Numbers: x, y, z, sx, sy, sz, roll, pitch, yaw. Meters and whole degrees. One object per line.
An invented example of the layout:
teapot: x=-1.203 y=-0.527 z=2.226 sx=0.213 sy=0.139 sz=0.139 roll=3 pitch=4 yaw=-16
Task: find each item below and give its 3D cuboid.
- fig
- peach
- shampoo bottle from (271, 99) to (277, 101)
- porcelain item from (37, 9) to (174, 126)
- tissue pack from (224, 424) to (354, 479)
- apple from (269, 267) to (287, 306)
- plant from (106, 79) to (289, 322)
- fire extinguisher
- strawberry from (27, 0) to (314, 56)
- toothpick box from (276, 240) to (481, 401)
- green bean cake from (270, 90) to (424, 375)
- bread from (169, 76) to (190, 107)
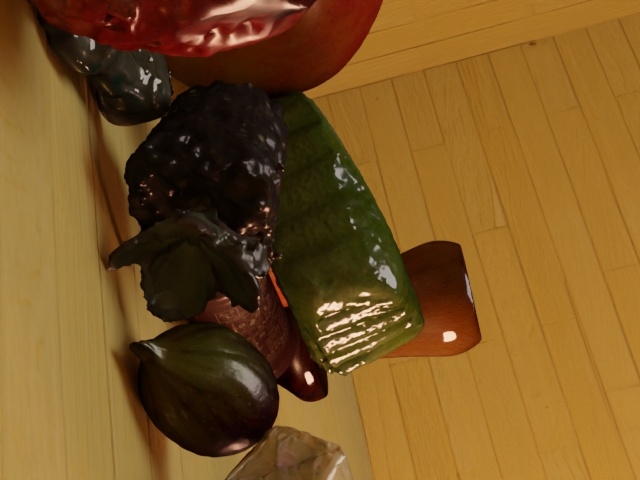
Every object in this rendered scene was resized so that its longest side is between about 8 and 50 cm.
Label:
fig: x=-0.100 y=0.108 z=1.069 sx=0.154 sy=0.109 sz=0.103 roll=36 pitch=55 yaw=-41
peach: x=-0.077 y=-0.299 z=1.348 sx=0.332 sy=0.308 sz=0.308 roll=76 pitch=2 yaw=-52
shampoo bottle: x=-0.086 y=-0.188 z=1.587 sx=0.208 sy=0.057 sz=0.063 roll=58 pitch=13 yaw=-58
porcelain item: x=-0.183 y=-0.165 z=1.097 sx=0.216 sy=0.069 sz=0.081 roll=51 pitch=29 yaw=-70
tissue pack: x=-0.023 y=0.281 z=1.055 sx=0.186 sy=0.090 sz=0.222 roll=-51 pitch=135 yaw=-39
apple: x=-0.056 y=-0.023 z=1.637 sx=0.209 sy=0.164 sz=0.209 roll=-16 pitch=90 yaw=-89
plant: x=-0.092 y=-0.030 z=1.128 sx=0.203 sy=0.142 sz=0.131 roll=-68 pitch=173 yaw=-47
fire extinguisher: x=-0.090 y=0.044 z=1.333 sx=0.269 sy=0.105 sz=0.105 roll=69 pitch=7 yaw=-59
strawberry: x=-0.129 y=-0.262 z=0.935 sx=0.292 sy=0.310 sz=0.292 roll=11 pitch=75 yaw=-47
toothpick box: x=0.055 y=0.101 z=1.812 sx=0.192 sy=0.294 sz=0.192 roll=-12 pitch=90 yaw=-84
green bean cake: x=0.000 y=0.000 z=1.371 sx=0.248 sy=0.125 sz=0.222 roll=61 pitch=-3 yaw=29
bread: x=-0.140 y=-0.168 z=1.620 sx=0.149 sy=0.073 sz=0.122 roll=-87 pitch=160 yaw=-79
